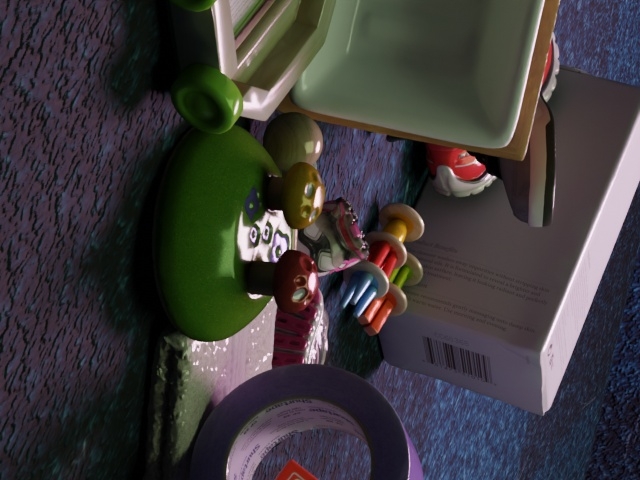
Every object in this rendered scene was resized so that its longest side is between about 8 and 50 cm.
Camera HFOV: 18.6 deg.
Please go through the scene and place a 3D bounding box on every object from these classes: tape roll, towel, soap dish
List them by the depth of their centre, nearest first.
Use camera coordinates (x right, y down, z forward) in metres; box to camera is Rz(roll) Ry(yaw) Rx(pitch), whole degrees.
[{"bbox_3d":[-0.011,0.205,1.658,0.080,0.189,0.189,62,47,-62],"label":"tape roll"},{"bbox_3d":[0.097,-0.235,1.719,0.118,0.229,0.290,-71,173,-75],"label":"soap dish"},{"bbox_3d":[-0.101,0.170,1.737,0.187,0.049,0.282,-43,145,-59],"label":"towel"}]

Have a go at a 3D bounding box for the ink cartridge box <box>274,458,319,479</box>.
[{"bbox_3d":[0.011,0.379,1.826,0.239,0.275,0.060,-53,-172,-13],"label":"ink cartridge box"}]

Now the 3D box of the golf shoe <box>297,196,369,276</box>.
[{"bbox_3d":[0.000,0.000,1.885,0.186,0.086,0.067,29,38,-86],"label":"golf shoe"}]

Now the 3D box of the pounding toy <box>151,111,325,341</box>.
[{"bbox_3d":[-0.036,-0.010,1.614,0.237,0.110,0.183,-26,117,-62],"label":"pounding toy"}]

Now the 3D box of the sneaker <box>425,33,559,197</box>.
[{"bbox_3d":[0.195,-0.179,2.238,0.279,0.107,0.118,-66,151,-30],"label":"sneaker"}]

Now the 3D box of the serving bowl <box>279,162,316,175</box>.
[{"bbox_3d":[-0.032,-0.045,1.788,0.083,0.027,0.083,16,90,-73],"label":"serving bowl"}]

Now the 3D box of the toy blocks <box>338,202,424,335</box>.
[{"bbox_3d":[0.060,0.050,2.103,0.123,0.054,0.148,88,25,-43],"label":"toy blocks"}]

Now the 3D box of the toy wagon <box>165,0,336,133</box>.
[{"bbox_3d":[-0.044,-0.258,1.490,0.267,0.068,0.344,-56,153,-38],"label":"toy wagon"}]

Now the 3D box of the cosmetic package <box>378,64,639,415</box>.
[{"bbox_3d":[0.231,-0.018,2.299,0.385,0.217,0.156,-62,158,-27],"label":"cosmetic package"}]

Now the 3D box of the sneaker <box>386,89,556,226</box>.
[{"bbox_3d":[0.136,-0.124,1.971,0.295,0.178,0.123,-98,-176,-47],"label":"sneaker"}]

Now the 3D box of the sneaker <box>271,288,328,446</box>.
[{"bbox_3d":[-0.029,0.128,1.890,0.075,0.063,0.170,50,53,-62],"label":"sneaker"}]
